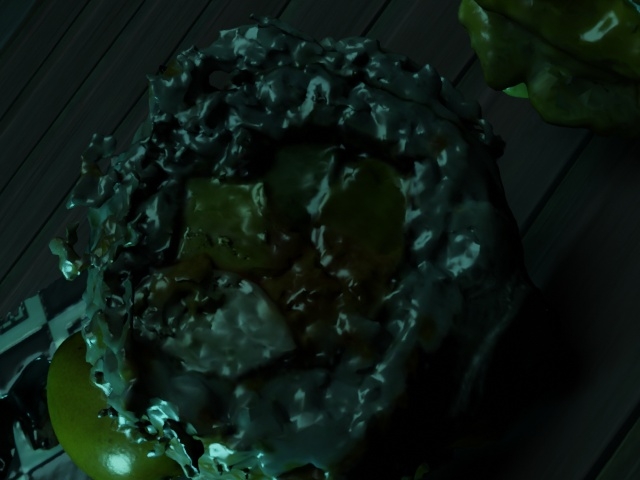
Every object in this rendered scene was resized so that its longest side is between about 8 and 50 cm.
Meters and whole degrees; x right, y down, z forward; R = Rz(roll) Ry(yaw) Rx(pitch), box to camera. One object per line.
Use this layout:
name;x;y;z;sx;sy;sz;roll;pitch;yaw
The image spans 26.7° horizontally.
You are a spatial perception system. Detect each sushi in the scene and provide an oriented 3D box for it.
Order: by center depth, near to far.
sushi;-0.018;0.022;1.110;0.417;0.417;0.176;-63;-1;-17
sushi;-0.307;0.210;1.612;0.373;0.100;0.296;-34;54;5

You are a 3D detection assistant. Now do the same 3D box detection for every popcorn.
popcorn;0.248;-0.237;1.180;0.312;0.312;0.312;-33;36;28

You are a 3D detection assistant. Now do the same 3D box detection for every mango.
mango;-0.215;0.182;1.443;0.221;0.120;0.151;20;91;39

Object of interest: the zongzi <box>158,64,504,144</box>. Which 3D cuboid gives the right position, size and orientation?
zongzi;0.000;0.000;1.366;0.319;0.362;0.383;-118;31;-55
